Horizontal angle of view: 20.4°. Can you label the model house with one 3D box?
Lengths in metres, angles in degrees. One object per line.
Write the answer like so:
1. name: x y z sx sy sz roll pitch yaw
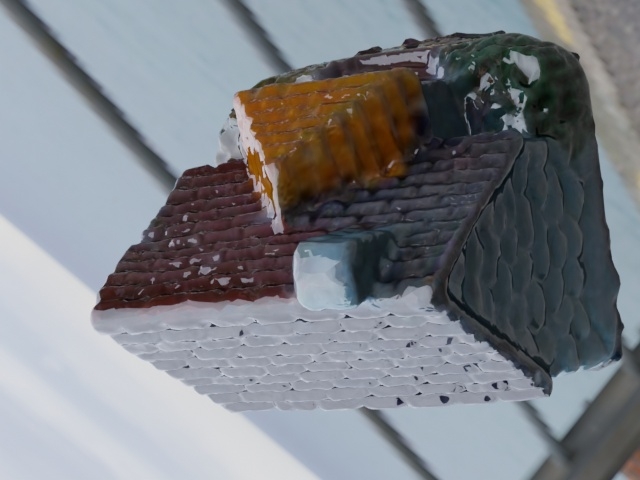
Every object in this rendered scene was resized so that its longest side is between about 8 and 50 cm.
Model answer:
1. model house: 0.000 0.000 1.387 0.360 0.297 0.339 -4 -174 32
